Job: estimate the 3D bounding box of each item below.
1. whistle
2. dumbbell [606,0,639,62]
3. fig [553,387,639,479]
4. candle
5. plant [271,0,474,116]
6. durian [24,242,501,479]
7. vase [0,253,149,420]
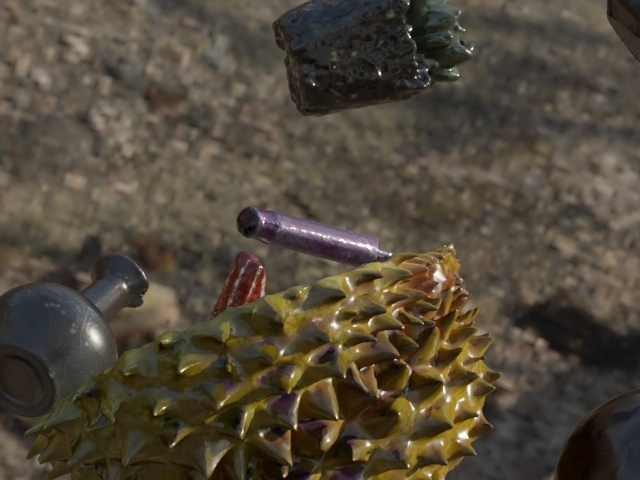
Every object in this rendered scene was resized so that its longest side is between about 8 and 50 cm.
[{"bbox_3d":[0.000,0.000,1.679,0.176,0.033,0.033,15,26,-37],"label":"whistle"},{"bbox_3d":[0.382,-0.200,1.305,0.204,0.322,0.204,47,7,-8],"label":"dumbbell"},{"bbox_3d":[0.163,0.134,0.960,0.103,0.154,0.109,38,63,-7],"label":"fig"},{"bbox_3d":[-0.126,0.167,1.975,0.051,0.329,0.048,25,10,19],"label":"candle"},{"bbox_3d":[0.055,-0.203,1.883,0.194,0.132,0.129,-18,14,-11],"label":"plant"},{"bbox_3d":[-0.031,0.089,1.028,0.186,0.260,0.154,47,10,-53],"label":"durian"},{"bbox_3d":[-0.206,0.073,1.547,0.120,0.120,0.183,27,33,11],"label":"vase"}]
